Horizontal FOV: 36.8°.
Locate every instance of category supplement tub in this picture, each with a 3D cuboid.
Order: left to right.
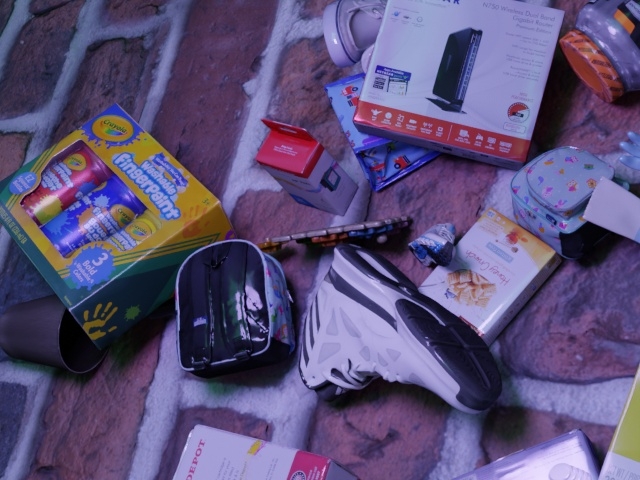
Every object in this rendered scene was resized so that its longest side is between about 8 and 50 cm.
[{"bbox_3d":[0.606,-0.408,1.751,0.316,0.193,0.193,-40,50,6],"label":"supplement tub"}]

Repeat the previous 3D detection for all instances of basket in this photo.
[{"bbox_3d":[-0.601,0.199,2.160,0.227,0.154,0.204,-5,56,33],"label":"basket"}]

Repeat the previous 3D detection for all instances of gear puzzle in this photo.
[{"bbox_3d":[0.000,0.000,1.910,0.339,0.175,0.044,-9,92,27],"label":"gear puzzle"}]

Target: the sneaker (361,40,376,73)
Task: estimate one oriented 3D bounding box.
[{"bbox_3d":[0.212,-0.415,1.997,0.282,0.102,0.161,-19,25,0],"label":"sneaker"}]

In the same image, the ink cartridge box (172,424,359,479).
[{"bbox_3d":[-0.114,0.475,1.710,0.306,0.131,0.226,6,67,35],"label":"ink cartridge box"}]

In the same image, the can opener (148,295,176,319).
[{"bbox_3d":[-0.253,0.097,2.071,0.283,0.076,0.095,-15,24,24],"label":"can opener"}]

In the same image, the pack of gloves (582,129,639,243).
[{"bbox_3d":[0.579,-0.072,1.585,0.232,0.046,0.195,28,77,3],"label":"pack of gloves"}]

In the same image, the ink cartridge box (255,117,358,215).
[{"bbox_3d":[-0.037,-0.149,1.963,0.134,0.231,0.078,18,74,38],"label":"ink cartridge box"}]

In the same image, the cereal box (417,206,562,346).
[{"bbox_3d":[0.296,0.075,1.750,0.240,0.047,0.173,-49,50,-3],"label":"cereal box"}]

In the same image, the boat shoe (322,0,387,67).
[{"bbox_3d":[0.122,-0.472,2.051,0.156,0.135,0.367,-13,19,23],"label":"boat shoe"}]

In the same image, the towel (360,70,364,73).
[{"bbox_3d":[0.121,-0.362,2.107,0.152,0.023,0.113,-34,20,13],"label":"towel"}]

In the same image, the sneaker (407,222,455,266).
[{"bbox_3d":[0.219,-0.002,1.774,0.083,0.071,0.191,-43,6,-6],"label":"sneaker"}]

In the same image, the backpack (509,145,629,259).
[{"bbox_3d":[0.428,-0.079,1.694,0.166,0.144,0.188,-37,39,-12],"label":"backpack"}]

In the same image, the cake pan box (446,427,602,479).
[{"bbox_3d":[0.332,0.456,1.493,0.267,0.070,0.245,-27,51,15],"label":"cake pan box"}]

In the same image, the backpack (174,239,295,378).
[{"bbox_3d":[-0.168,0.132,1.897,0.225,0.191,0.253,-16,72,20],"label":"backpack"}]

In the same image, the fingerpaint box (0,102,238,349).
[{"bbox_3d":[-0.457,-0.047,2.069,0.371,0.163,0.445,-37,53,-14],"label":"fingerpaint box"}]

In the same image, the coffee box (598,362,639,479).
[{"bbox_3d":[0.578,0.254,1.248,0.338,0.338,0.334,19,74,24],"label":"coffee box"}]

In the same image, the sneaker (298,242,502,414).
[{"bbox_3d":[0.121,0.219,1.701,0.447,0.169,0.257,45,114,46],"label":"sneaker"}]

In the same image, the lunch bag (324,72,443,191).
[{"bbox_3d":[0.187,-0.274,1.983,0.293,0.138,0.221,-25,50,5],"label":"lunch bag"}]

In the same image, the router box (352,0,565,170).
[{"bbox_3d":[0.262,-0.319,1.836,0.336,0.082,0.301,14,84,11],"label":"router box"}]
